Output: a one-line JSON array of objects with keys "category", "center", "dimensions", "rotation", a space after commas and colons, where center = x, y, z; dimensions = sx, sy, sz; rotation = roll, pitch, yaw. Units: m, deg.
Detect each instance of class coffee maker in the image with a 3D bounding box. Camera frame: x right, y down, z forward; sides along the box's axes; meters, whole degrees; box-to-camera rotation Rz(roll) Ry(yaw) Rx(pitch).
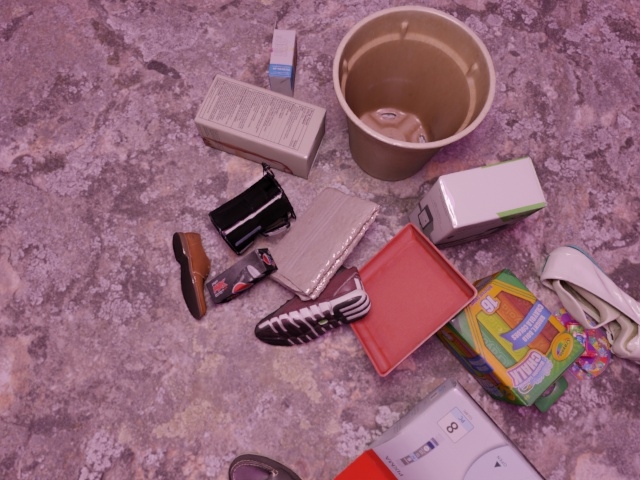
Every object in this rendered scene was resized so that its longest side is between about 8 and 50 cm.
[{"category": "coffee maker", "center": [-0.170, -0.074, 1.034], "dimensions": [0.178, 0.120, 0.171], "rotation": [-35, 122, -10]}]

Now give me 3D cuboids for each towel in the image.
[{"category": "towel", "center": [0.000, 0.000, 1.024], "dimensions": [0.187, 0.049, 0.282], "rotation": [26, 71, 44]}]

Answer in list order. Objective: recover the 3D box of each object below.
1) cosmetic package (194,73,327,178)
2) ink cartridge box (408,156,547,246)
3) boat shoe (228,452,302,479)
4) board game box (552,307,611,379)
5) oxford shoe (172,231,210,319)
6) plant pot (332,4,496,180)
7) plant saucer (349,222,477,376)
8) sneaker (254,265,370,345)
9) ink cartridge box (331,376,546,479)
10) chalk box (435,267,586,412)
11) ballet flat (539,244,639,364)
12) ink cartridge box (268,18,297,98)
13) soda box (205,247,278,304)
[{"category": "cosmetic package", "center": [-0.146, -0.287, 1.109], "dimensions": [0.295, 0.129, 0.153], "rotation": [20, 74, 5]}, {"category": "ink cartridge box", "center": [0.335, -0.067, 0.982], "dimensions": [0.198, 0.273, 0.115], "rotation": [-13, 78, -4]}, {"category": "boat shoe", "center": [-0.054, 0.565, 0.896], "dimensions": [0.335, 0.095, 0.112], "rotation": [36, 77, 8]}, {"category": "board game box", "center": [0.615, 0.240, 1.026], "dimensions": [0.133, 0.033, 0.169], "rotation": [-40, 79, -10]}, {"category": "oxford shoe", "center": [-0.294, 0.081, 1.042], "dimensions": [0.076, 0.076, 0.213], "rotation": [-6, 83, -43]}, {"category": "plant pot", "center": [0.187, -0.301, 1.025], "dimensions": [0.333, 0.305, 0.334], "rotation": [0, 75, -1]}, {"category": "plant saucer", "center": [0.179, 0.125, 0.954], "dimensions": [0.259, 0.047, 0.258], "rotation": [-45, 41, 12]}, {"category": "sneaker", "center": [-0.023, 0.138, 1.025], "dimensions": [0.281, 0.106, 0.163], "rotation": [-20, 43, 13]}, {"category": "ink cartridge box", "center": [0.229, 0.518, 0.863], "dimensions": [0.385, 0.091, 0.308], "rotation": [-43, 82, 5]}, {"category": "chalk box", "center": [0.417, 0.235, 0.949], "dimensions": [0.180, 0.179, 0.289], "rotation": [-41, 79, -10]}, {"category": "ballet flat", "center": [0.671, 0.183, 0.989], "dimensions": [0.139, 0.139, 0.400], "rotation": [-42, 73, -11]}, {"category": "ink cartridge box", "center": [-0.098, -0.490, 1.175], "dimensions": [0.061, 0.104, 0.182], "rotation": [4, 75, 0]}, {"category": "soda box", "center": [-0.183, 0.084, 1.008], "dimensions": [0.168, 0.053, 0.060], "rotation": [-34, 75, 22]}]
